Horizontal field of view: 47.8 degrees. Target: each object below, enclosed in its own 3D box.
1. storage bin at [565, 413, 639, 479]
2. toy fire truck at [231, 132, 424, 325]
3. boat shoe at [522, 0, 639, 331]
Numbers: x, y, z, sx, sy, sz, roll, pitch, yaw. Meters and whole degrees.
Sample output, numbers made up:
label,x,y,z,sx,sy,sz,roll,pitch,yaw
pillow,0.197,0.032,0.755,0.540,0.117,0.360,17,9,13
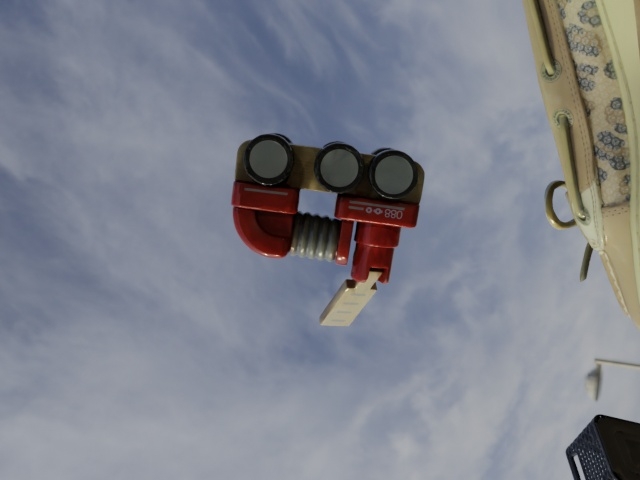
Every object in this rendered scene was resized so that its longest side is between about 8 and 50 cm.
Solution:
label,x,y,z,sx,sy,sz,roll,pitch,yaw
storage bin,0.465,0.338,1.046,0.122,0.180,0.084,-89,18,-52
toy fire truck,0.000,0.000,0.887,0.158,0.217,0.246,-93,10,-81
boat shoe,0.176,-0.072,0.411,0.105,0.089,0.285,-23,-72,-30
